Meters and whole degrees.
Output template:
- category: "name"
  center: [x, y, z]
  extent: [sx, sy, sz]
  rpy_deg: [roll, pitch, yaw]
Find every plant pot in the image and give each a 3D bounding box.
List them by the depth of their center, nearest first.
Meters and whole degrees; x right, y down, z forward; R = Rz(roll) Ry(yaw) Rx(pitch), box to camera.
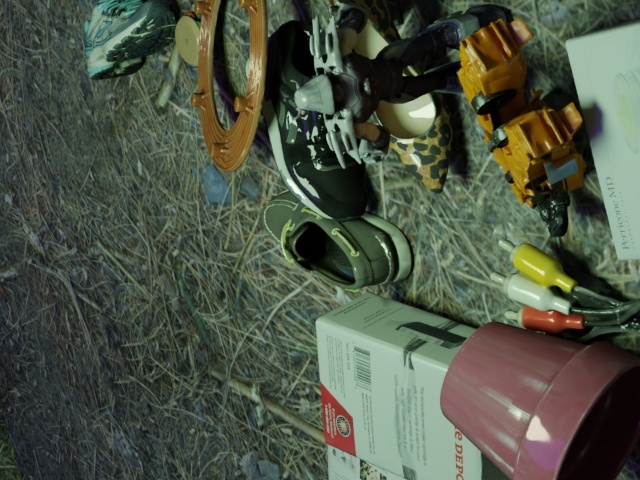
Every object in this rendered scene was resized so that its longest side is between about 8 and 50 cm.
- category: "plant pot"
  center: [0.242, 0.185, 1.487]
  extent: [0.180, 0.201, 0.201]
  rpy_deg: [28, 130, 34]

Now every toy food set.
- category: "toy food set"
  center: [-0.202, -0.315, 2.091]
  extent: [0.083, 0.020, 0.082]
  rpy_deg: [-19, 90, 59]

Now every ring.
- category: "ring"
  center: [-0.138, -0.266, 1.898]
  extent: [0.336, 0.032, 0.336]
  rpy_deg: [-179, 90, -70]

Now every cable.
- category: "cable"
  center: [0.310, 0.087, 1.480]
  extent: [0.287, 0.072, 0.139]
  rpy_deg: [22, 130, 50]

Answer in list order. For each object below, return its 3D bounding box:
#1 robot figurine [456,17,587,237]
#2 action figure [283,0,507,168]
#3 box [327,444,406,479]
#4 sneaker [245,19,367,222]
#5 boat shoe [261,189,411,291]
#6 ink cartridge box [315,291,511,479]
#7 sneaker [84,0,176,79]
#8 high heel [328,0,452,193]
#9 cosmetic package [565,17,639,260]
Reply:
- category: "robot figurine"
  center: [0.216, -0.116, 1.393]
  extent: [0.211, 0.085, 0.291]
  rpy_deg: [63, -174, 15]
- category: "action figure"
  center: [0.078, -0.182, 1.482]
  extent: [0.099, 0.285, 0.185]
  rpy_deg: [24, 125, 51]
- category: "box"
  center: [0.099, 0.380, 1.982]
  extent: [0.232, 0.058, 0.322]
  rpy_deg: [31, 130, 46]
- category: "sneaker"
  center: [-0.007, -0.164, 1.801]
  extent: [0.124, 0.107, 0.283]
  rpy_deg: [-42, 71, 51]
- category: "boat shoe"
  center: [0.000, -0.004, 1.885]
  extent: [0.305, 0.091, 0.109]
  rpy_deg: [23, 126, 50]
- category: "ink cartridge box"
  center: [0.134, 0.205, 1.736]
  extent: [0.273, 0.114, 0.197]
  rpy_deg: [18, 122, 41]
- category: "sneaker"
  center: [-0.331, -0.354, 2.187]
  extent: [0.283, 0.110, 0.122]
  rpy_deg: [-20, 86, 58]
- category: "high heel"
  center: [0.079, -0.177, 1.577]
  extent: [0.093, 0.186, 0.261]
  rpy_deg: [-19, 86, 20]
- category: "cosmetic package"
  center: [0.369, -0.107, 1.221]
  extent: [0.225, 0.138, 0.224]
  rpy_deg: [-4, 103, 59]
